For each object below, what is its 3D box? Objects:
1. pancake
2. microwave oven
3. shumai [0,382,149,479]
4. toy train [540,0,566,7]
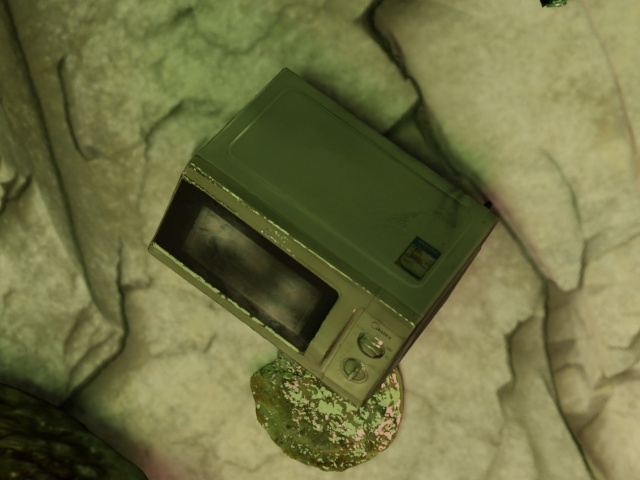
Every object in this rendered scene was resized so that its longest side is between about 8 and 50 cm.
[{"bbox_3d":[0.007,0.131,1.554,0.130,0.022,0.116,-12,103,21],"label":"pancake"},{"bbox_3d":[0.000,0.000,1.443,0.205,0.163,0.129,37,136,7],"label":"microwave oven"},{"bbox_3d":[-0.305,0.340,1.565,0.395,0.395,0.348,30,133,8],"label":"shumai"},{"bbox_3d":[0.198,-0.204,1.364,0.122,0.081,0.050,-14,109,22],"label":"toy train"}]
